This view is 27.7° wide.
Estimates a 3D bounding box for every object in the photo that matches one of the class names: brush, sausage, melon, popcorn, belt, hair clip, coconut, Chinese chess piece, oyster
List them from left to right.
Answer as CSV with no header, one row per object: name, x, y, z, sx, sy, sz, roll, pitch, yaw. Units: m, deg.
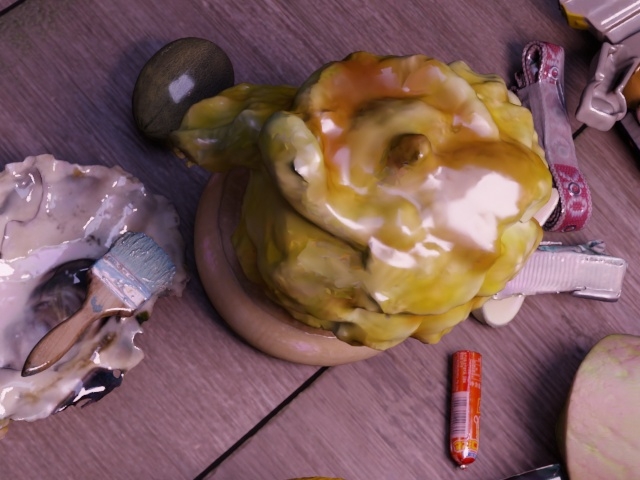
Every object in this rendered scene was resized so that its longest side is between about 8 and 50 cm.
oyster,-0.281,0.061,1.278,0.238,0.115,0.351,36,69,-10
brush,-0.215,0.066,1.227,0.070,0.021,0.196,46,55,-3
melon,-0.149,-0.162,1.402,0.098,0.098,0.130,40,62,1
Chinese chess piece,0.000,0.000,1.377,0.270,0.112,0.270,5,70,-13
popcorn,0.052,-0.039,1.213,0.335,0.274,0.279,-20,106,-12
sausage,0.156,0.185,1.393,0.034,0.034,0.129,9,68,-13
hair clip,0.233,0.020,1.430,0.218,0.071,0.159,-1,104,-27
belt,0.269,-0.120,1.525,0.053,0.071,0.232,1,73,-23
coconut,0.347,0.200,1.355,0.236,0.236,0.204,-42,121,-25

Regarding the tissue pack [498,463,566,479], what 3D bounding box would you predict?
tissue pack,0.223,0.325,1.329,0.103,0.090,0.170,-12,72,-20

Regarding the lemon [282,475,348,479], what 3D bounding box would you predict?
lemon,-0.006,0.331,1.189,0.253,0.228,0.228,-17,76,-22

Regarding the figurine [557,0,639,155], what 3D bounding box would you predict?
figurine,0.409,-0.188,1.546,0.308,0.143,0.308,6,66,-13
